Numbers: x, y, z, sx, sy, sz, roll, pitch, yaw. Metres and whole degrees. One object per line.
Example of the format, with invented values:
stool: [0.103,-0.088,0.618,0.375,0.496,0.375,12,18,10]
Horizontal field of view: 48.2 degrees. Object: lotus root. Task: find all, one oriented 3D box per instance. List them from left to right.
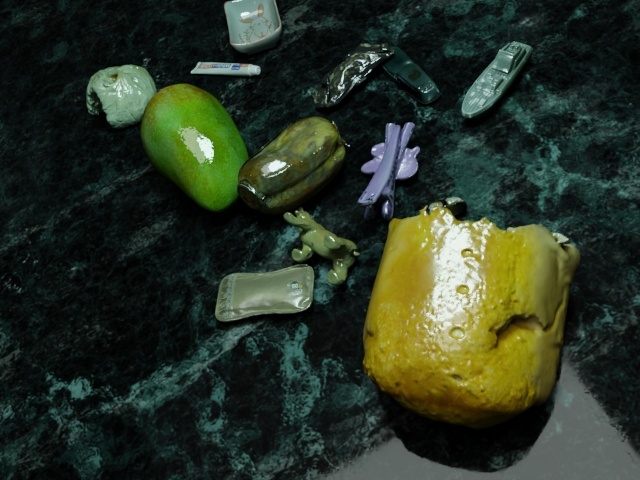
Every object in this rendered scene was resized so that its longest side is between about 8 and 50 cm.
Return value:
lotus root: [-0.065,-0.166,1.640,0.274,0.152,0.160,-36,50,-21]

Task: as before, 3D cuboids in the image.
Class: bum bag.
bum bag: [0.073,-0.427,1.834,0.248,0.069,0.102,-40,30,-6]

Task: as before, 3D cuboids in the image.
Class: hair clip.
hair clip: [0.145,-0.151,1.615,0.137,0.090,0.278,0,47,32]

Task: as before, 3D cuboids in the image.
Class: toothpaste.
toothpaste: [-0.265,-0.478,1.998,0.218,0.033,0.052,9,55,28]

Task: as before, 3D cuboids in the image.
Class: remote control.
remote control: [0.222,-0.418,1.799,0.072,0.042,0.222,-32,53,-5]

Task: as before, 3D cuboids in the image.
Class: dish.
dish: [-0.185,-0.613,2.039,0.151,0.077,0.213,-18,53,6]

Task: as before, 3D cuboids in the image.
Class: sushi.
sushi: [0.274,-0.069,1.547,0.083,0.044,0.046,-17,31,2]

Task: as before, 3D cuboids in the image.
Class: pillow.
pillow: [-0.119,0.114,1.529,0.217,0.033,0.130,-6,49,12]

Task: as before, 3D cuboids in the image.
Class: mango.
mango: [-0.303,-0.223,1.726,0.225,0.201,0.382,-17,60,-24]

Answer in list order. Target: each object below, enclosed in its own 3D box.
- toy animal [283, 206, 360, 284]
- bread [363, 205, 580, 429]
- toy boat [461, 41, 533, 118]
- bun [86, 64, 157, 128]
toy animal: [0.000,0.000,1.549,0.218,0.103,0.101,29,33,33]
bread: [0.253,0.132,1.270,0.360,0.250,0.394,7,59,22]
toy boat: [0.412,-0.380,1.689,0.078,0.085,0.260,29,68,30]
bun: [-0.564,-0.412,1.980,0.212,0.127,0.204,3,55,19]
